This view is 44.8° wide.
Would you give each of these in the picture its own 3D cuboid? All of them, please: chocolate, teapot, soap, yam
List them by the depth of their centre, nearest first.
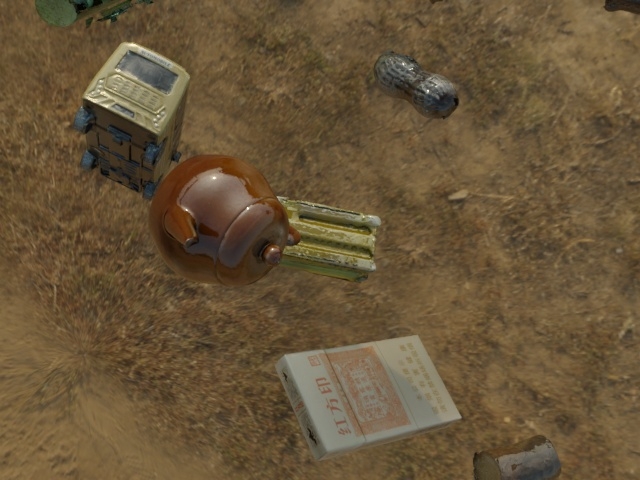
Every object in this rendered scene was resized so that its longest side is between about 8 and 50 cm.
[{"bbox_3d":[-0.071,-0.009,0.644,0.173,0.116,0.116,0,79,-60],"label":"teapot"},{"bbox_3d":[0.309,0.353,1.213,0.127,0.084,0.084,-10,85,-24],"label":"yam"},{"bbox_3d":[0.000,-0.001,1.592,0.233,0.076,0.135,10,62,-3],"label":"soap"},{"bbox_3d":[0.216,-0.362,1.807,0.110,0.110,0.248,-34,51,-19],"label":"chocolate"}]

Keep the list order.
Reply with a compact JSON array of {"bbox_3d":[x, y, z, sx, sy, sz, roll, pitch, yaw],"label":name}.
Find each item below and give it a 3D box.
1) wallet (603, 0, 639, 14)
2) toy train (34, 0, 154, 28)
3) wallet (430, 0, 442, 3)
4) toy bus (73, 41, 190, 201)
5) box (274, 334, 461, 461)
[{"bbox_3d":[0.481,-0.302,0.971,0.221,0.262,0.071,19,114,19],"label":"wallet"},{"bbox_3d":[-0.456,-0.516,1.629,0.126,0.189,0.307,60,29,-19],"label":"toy train"},{"bbox_3d":[0.189,-0.728,1.819,0.051,0.197,0.377,-29,84,10],"label":"wallet"},{"bbox_3d":[-0.369,-0.228,1.570,0.177,0.365,0.201,27,70,-6],"label":"toy bus"},{"bbox_3d":[0.100,0.299,1.527,0.365,0.051,0.204,-2,55,-40],"label":"box"}]
